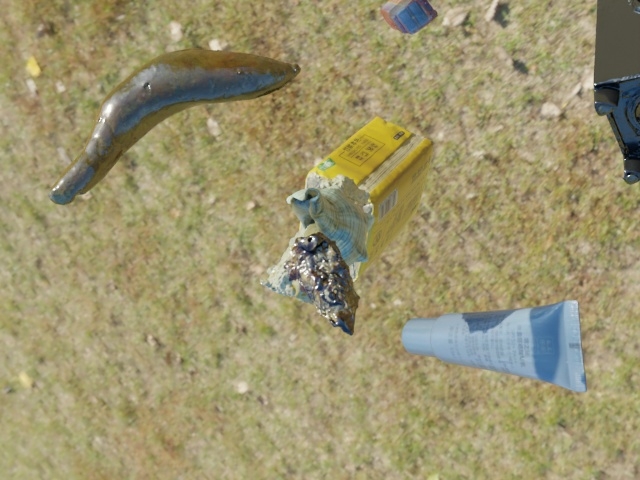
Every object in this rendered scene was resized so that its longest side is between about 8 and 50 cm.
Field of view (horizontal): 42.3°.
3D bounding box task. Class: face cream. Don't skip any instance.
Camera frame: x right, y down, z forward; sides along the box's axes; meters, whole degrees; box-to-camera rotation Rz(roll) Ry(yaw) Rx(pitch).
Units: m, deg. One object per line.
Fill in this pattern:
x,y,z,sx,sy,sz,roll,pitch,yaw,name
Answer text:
0.279,0.166,1.374,0.385,0.086,0.136,-6,89,57,face cream

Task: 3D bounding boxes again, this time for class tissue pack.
0.120,-0.120,2.256,0.228,0.382,0.293,26,132,20,tissue pack

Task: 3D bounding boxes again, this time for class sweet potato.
-0.198,-0.167,1.022,0.108,0.346,0.079,58,177,25,sweet potato

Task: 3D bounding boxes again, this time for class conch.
0.015,-0.032,1.245,0.137,0.114,0.234,38,153,40,conch

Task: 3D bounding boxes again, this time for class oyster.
0.010,0.050,1.029,0.132,0.029,0.086,39,97,13,oyster

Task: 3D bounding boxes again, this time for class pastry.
0.004,0.003,1.555,0.259,0.121,0.089,-56,35,15,pastry

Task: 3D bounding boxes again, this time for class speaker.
0.543,-0.256,1.284,0.184,0.254,0.232,-9,140,32,speaker

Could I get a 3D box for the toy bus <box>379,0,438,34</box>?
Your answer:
0.168,-0.440,1.596,0.077,0.192,0.065,-40,108,7,toy bus
